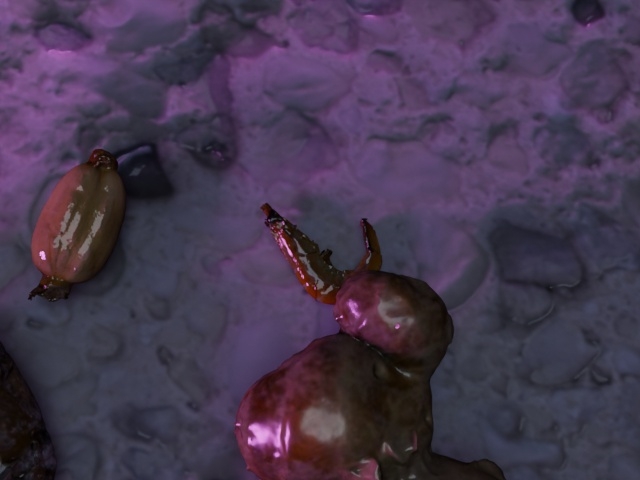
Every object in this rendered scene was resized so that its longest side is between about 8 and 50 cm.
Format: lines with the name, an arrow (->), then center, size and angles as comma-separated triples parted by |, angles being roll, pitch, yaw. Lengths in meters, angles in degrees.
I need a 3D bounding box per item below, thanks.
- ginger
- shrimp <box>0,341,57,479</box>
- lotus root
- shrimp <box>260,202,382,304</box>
ginger -> 0.043, 0.182, 0.706 | 0.244, 0.155, 0.304 | -17, 80, -5
shrimp -> -0.345, 0.105, 0.723 | 0.145, 0.116, 0.343 | -28, 81, -23
lotus root -> -0.221, -0.010, 0.780 | 0.073, 0.062, 0.150 | 24, 79, -21
shrimp -> 0.000, 0.000, 0.808 | 0.127, 0.025, 0.091 | 43, 79, 1
